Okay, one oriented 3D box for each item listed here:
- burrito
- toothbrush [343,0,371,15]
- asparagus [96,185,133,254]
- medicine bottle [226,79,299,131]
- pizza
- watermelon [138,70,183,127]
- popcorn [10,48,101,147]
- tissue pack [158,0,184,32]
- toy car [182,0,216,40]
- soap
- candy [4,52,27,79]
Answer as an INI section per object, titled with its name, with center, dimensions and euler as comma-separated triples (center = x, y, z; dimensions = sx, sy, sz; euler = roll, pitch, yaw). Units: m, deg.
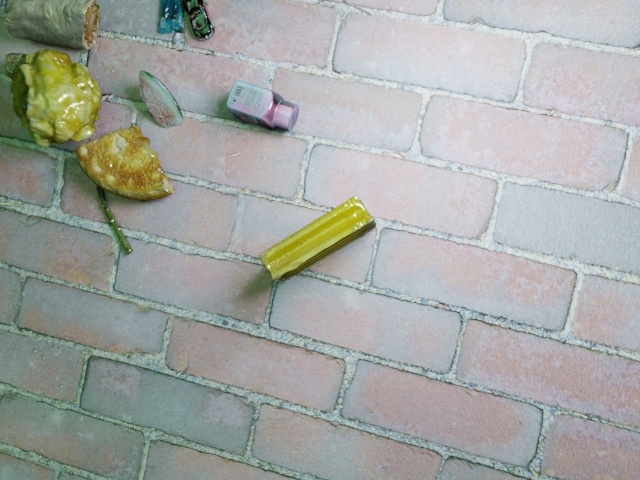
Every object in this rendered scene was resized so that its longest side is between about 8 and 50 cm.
[burrito]
center = -0.814, -0.671, 1.304
dimensions = 0.300, 0.105, 0.143
euler = 8, 129, 9
[toothbrush]
center = 0.109, -0.690, 1.246
dimensions = 0.097, 0.008, 0.006
euler = 30, 108, 5
[asparagus]
center = -0.664, -0.068, 1.348
dimensions = 0.025, 0.024, 0.248
euler = -25, 86, -36
[medicine bottle]
center = -0.164, -0.384, 1.229
dimensions = 0.188, 0.119, 0.094
euler = 20, 90, 8
[pizza]
center = -0.593, -0.244, 1.306
dimensions = 0.336, 0.086, 0.225
euler = 20, 89, 5
[watermelon]
center = -0.493, -0.435, 1.288
dimensions = 0.094, 0.081, 0.180
euler = -22, 124, -12
[popcorn]
center = -0.795, -0.420, 1.265
dimensions = 0.252, 0.215, 0.286
euler = -25, 73, 9
[tissue pack]
center = -0.462, -0.718, 1.313
dimensions = 0.085, 0.028, 0.137
euler = 3, 88, 8
[toy car]
center = -0.372, -0.685, 1.286
dimensions = 0.069, 0.055, 0.142
euler = -22, 87, 11
[soap]
center = 0.000, 0.000, 1.176
dimensions = 0.315, 0.199, 0.091
euler = -32, 82, 8
[candy]
center = -0.942, -0.547, 1.343
dimensions = 0.110, 0.095, 0.085
euler = -1, 87, 3
